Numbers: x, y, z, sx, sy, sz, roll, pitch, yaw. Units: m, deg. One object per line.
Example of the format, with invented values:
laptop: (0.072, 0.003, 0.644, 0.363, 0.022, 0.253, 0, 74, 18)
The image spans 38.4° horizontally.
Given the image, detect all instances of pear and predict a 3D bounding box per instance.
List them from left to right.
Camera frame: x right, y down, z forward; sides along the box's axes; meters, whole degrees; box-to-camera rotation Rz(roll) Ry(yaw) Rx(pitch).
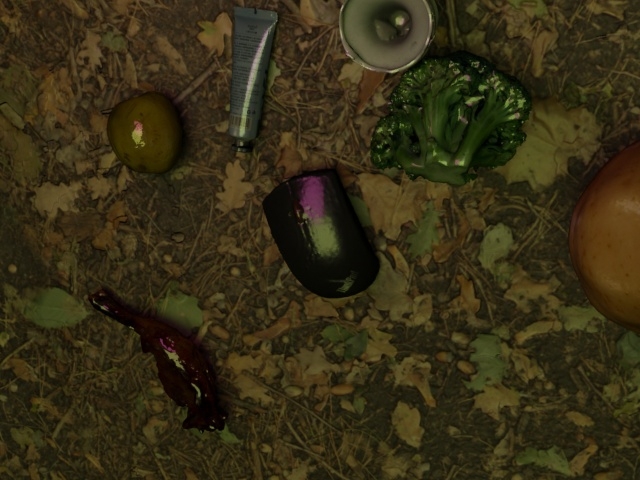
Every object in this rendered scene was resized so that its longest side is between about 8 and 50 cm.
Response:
pear: (-0.340, -0.205, 1.783, 0.148, 0.149, 0.162, -8, 98, 16)

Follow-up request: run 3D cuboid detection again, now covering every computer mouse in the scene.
computer mouse: (0.000, 0.000, 1.790, 0.170, 0.100, 0.269, -23, 101, 17)

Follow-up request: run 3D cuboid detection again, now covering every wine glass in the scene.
wine glass: (0.128, -0.375, 1.586, 0.164, 0.196, 0.165, 3, 105, 13)

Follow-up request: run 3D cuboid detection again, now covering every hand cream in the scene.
hand cream: (-0.135, -0.304, 1.754, 0.091, 0.058, 0.271, 13, 107, 22)

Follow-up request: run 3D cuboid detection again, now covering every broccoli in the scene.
broccoli: (0.231, -0.194, 1.600, 0.294, 0.245, 0.265, -19, 127, 45)

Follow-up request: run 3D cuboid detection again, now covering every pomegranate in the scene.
pomegranate: (0.603, 0.016, 1.484, 0.411, 0.411, 0.412, 4, 108, 13)

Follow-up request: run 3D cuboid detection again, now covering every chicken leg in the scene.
chicken leg: (-0.332, 0.242, 1.959, 0.407, 0.096, 0.158, 48, 131, -2)
